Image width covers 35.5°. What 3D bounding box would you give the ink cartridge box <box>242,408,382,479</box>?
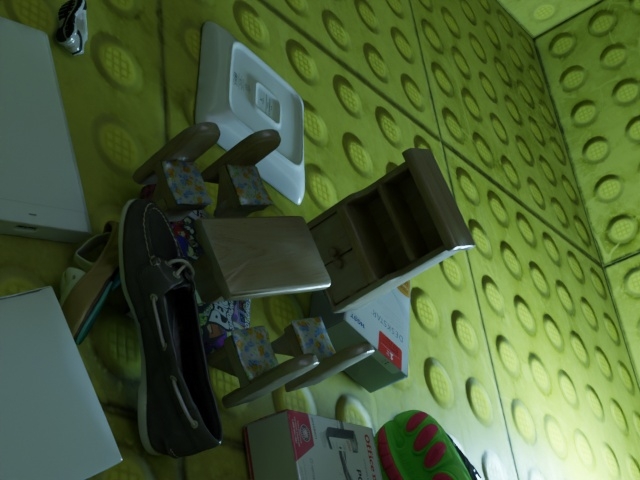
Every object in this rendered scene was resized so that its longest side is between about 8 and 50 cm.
[{"bbox_3d":[-0.002,0.346,1.464,0.218,0.092,0.158,26,46,-50],"label":"ink cartridge box"}]

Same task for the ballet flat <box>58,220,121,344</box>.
[{"bbox_3d":[-0.293,0.050,1.280,0.073,0.080,0.232,29,32,-3],"label":"ballet flat"}]

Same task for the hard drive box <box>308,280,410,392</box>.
[{"bbox_3d":[0.073,0.121,1.774,0.181,0.089,0.232,43,35,-31],"label":"hard drive box"}]

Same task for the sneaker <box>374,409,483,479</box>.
[{"bbox_3d":[0.241,0.492,1.597,0.202,0.185,0.483,37,27,-48],"label":"sneaker"}]

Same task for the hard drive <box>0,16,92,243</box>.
[{"bbox_3d":[-0.406,-0.152,1.277,0.203,0.040,0.307,11,58,-55],"label":"hard drive"}]

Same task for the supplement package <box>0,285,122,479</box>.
[{"bbox_3d":[-0.359,0.180,0.968,0.262,0.145,0.204,-13,77,-60],"label":"supplement package"}]

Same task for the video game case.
[{"bbox_3d":[-0.185,0.053,1.462,0.210,0.042,0.232,37,38,-36],"label":"video game case"}]

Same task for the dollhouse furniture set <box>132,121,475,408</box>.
[{"bbox_3d":[0.000,0.000,1.452,0.394,0.256,0.362,-3,65,-53],"label":"dollhouse furniture set"}]

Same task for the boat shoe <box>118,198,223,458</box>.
[{"bbox_3d":[-0.183,0.108,1.279,0.112,0.095,0.335,1,82,-69],"label":"boat shoe"}]

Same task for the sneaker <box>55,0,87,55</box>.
[{"bbox_3d":[-0.366,-0.318,1.490,0.044,0.040,0.109,56,29,-47],"label":"sneaker"}]

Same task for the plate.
[{"bbox_3d":[-0.112,-0.240,1.822,0.278,0.045,0.277,37,38,-38],"label":"plate"}]
